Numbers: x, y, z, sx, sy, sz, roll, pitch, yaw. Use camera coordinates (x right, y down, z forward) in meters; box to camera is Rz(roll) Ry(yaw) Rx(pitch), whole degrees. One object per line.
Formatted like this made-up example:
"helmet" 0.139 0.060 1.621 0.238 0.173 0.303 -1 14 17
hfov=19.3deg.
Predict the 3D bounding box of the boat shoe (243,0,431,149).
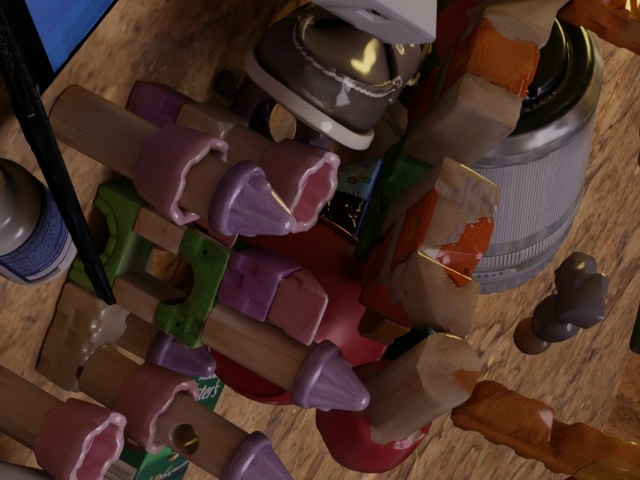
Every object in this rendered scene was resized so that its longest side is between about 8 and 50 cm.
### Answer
"boat shoe" 0.025 -0.146 1.446 0.097 0.116 0.324 -51 179 14

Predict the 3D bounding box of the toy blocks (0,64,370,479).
"toy blocks" -0.058 0.044 1.412 0.309 0.260 0.289 -17 131 -65

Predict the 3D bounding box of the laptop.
"laptop" -0.133 -0.139 1.154 0.136 0.264 0.234 -21 152 -5

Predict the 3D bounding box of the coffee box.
"coffee box" -0.140 0.165 1.701 0.184 0.040 0.113 -65 161 8

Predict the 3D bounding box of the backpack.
"backpack" 0.000 0.000 1.727 0.173 0.117 0.158 -71 173 -46

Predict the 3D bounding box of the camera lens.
"camera lens" 0.153 -0.103 1.827 0.219 0.219 0.274 -52 158 -30

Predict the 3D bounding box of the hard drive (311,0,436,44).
"hard drive" 0.036 -0.325 1.261 0.233 0.047 0.353 11 79 -71

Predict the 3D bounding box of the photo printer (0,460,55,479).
"photo printer" -0.249 0.282 1.335 0.307 0.107 0.256 24 80 -52

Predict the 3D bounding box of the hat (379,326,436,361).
"hat" 0.027 0.085 2.055 0.208 0.183 0.173 21 99 -27

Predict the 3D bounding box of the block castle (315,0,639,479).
"block castle" 0.190 0.012 1.529 0.213 0.303 0.453 -41 -153 60

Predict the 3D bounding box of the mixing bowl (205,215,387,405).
"mixing bowl" -0.039 0.073 1.608 0.098 0.181 0.181 -50 159 -51

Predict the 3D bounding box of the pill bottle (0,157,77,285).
"pill bottle" -0.208 -0.016 1.236 0.067 0.067 0.120 -60 161 -8
